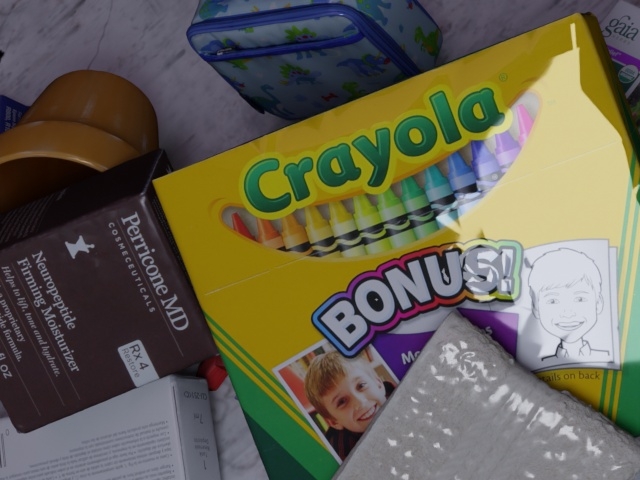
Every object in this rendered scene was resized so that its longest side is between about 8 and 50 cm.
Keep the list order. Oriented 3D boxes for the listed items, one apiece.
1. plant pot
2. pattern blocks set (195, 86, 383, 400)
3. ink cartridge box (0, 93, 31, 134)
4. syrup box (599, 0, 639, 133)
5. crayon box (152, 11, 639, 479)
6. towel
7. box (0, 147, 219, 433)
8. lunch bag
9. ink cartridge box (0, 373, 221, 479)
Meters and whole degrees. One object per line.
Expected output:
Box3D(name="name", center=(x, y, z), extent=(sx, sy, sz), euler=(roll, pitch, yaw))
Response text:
Box3D(name="plant pot", center=(-0.245, -0.070, 1.807), extent=(0.205, 0.205, 0.188), euler=(-20, 36, 25))
Box3D(name="pattern blocks set", center=(0.000, 0.000, 1.594), extent=(0.325, 0.026, 0.285), euler=(-62, 19, -10))
Box3D(name="ink cartridge box", center=(-0.388, -0.054, 1.993), extent=(0.224, 0.045, 0.223), euler=(-24, 50, 22))
Box3D(name="syrup box", center=(0.235, -0.079, 1.509), extent=(0.237, 0.096, 0.093), euler=(-53, 47, -3))
Box3D(name="crayon box", center=(0.094, 0.031, 1.385), extent=(0.363, 0.106, 0.313), euler=(-21, 94, 17))
Box3D(name="towel", center=(0.098, 0.215, 1.339), extent=(0.187, 0.049, 0.282), euler=(34, 106, 4))
Box3D(name="box", center=(-0.210, 0.043, 1.623), extent=(0.203, 0.168, 0.167), euler=(-22, 15, 7))
Box3D(name="lunch bag", center=(-0.009, -0.196, 1.712), extent=(0.219, 0.176, 0.090), euler=(-2, 61, 35))
Box3D(name="ink cartridge box", center=(-0.224, 0.281, 1.637), extent=(0.296, 0.066, 0.261), euler=(-16, 73, 28))
